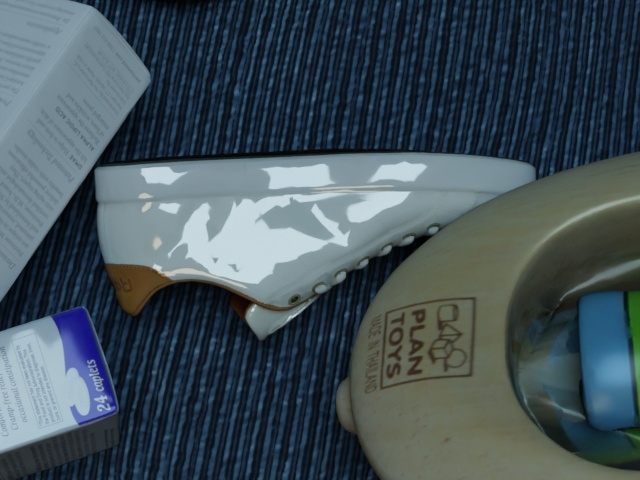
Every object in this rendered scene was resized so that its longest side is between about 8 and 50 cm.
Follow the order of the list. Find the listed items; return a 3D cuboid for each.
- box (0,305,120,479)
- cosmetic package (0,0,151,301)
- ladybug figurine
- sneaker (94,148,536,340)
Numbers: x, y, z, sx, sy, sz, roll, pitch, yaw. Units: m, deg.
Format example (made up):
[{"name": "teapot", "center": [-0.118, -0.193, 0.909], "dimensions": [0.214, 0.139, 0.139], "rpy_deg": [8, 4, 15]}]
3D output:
[{"name": "box", "center": [-0.197, 0.105, 1.050], "dimensions": [0.137, 0.126, 0.072], "rpy_deg": [-18, 77, -11]}, {"name": "cosmetic package", "center": [-0.223, -0.049, 1.096], "dimensions": [0.117, 0.085, 0.231], "rpy_deg": [19, 70, 37]}, {"name": "ladybug figurine", "center": [0.234, 0.092, 1.039], "dimensions": [0.449, 0.162, 0.305], "rpy_deg": [-3, 56, 14]}, {"name": "sneaker", "center": [0.000, 0.000, 1.130], "dimensions": [0.290, 0.106, 0.123], "rpy_deg": [-4, 93, -6]}]
